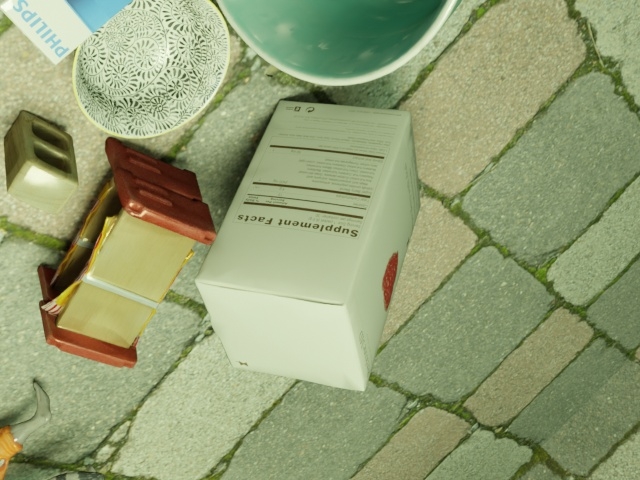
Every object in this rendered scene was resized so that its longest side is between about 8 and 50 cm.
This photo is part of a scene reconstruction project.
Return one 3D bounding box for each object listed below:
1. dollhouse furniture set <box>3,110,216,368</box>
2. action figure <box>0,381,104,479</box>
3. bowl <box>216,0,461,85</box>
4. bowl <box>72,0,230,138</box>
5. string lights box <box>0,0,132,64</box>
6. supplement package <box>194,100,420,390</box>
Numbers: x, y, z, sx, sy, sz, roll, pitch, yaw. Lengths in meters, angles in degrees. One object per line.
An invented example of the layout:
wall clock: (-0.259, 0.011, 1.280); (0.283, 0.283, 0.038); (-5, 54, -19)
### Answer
dollhouse furniture set: (-0.318, -0.029, 0.949); (0.374, 0.152, 0.201); (25, 111, -31)
action figure: (-0.460, 0.327, 1.126); (0.330, 0.178, 0.341); (-35, 144, -22)
bowl: (0.045, -0.318, 0.858); (0.163, 0.311, 0.312); (-28, 145, -48)
bowl: (-0.184, -0.196, 0.919); (0.170, 0.080, 0.170); (-22, 138, -22)
string lights box: (-0.168, -0.282, 0.758); (0.259, 0.133, 0.077); (-41, 143, -2)
supplement package: (0.000, 0.000, 1.072); (0.177, 0.175, 0.293); (76, 28, -50)
